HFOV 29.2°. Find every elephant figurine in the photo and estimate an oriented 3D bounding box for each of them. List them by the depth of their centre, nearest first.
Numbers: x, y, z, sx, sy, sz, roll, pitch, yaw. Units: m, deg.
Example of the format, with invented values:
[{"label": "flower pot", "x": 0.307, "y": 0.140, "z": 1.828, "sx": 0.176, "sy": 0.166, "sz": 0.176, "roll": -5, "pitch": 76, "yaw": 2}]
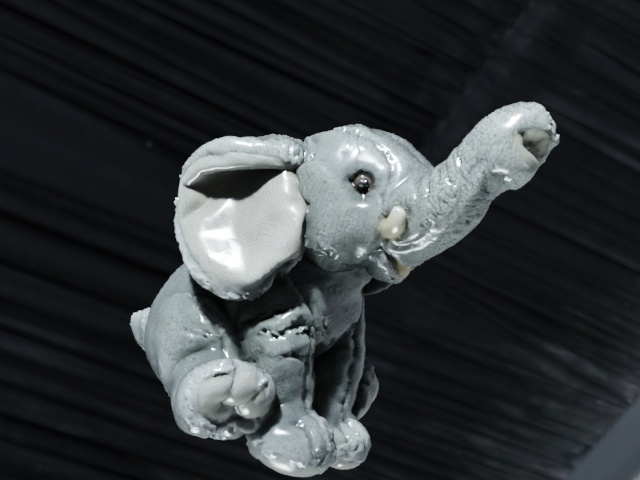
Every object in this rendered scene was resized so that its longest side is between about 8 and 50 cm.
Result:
[{"label": "elephant figurine", "x": 0.000, "y": 0.000, "z": 0.718, "sx": 0.169, "sy": 0.186, "sz": 0.239, "roll": -92, "pitch": 22, "yaw": -78}]
